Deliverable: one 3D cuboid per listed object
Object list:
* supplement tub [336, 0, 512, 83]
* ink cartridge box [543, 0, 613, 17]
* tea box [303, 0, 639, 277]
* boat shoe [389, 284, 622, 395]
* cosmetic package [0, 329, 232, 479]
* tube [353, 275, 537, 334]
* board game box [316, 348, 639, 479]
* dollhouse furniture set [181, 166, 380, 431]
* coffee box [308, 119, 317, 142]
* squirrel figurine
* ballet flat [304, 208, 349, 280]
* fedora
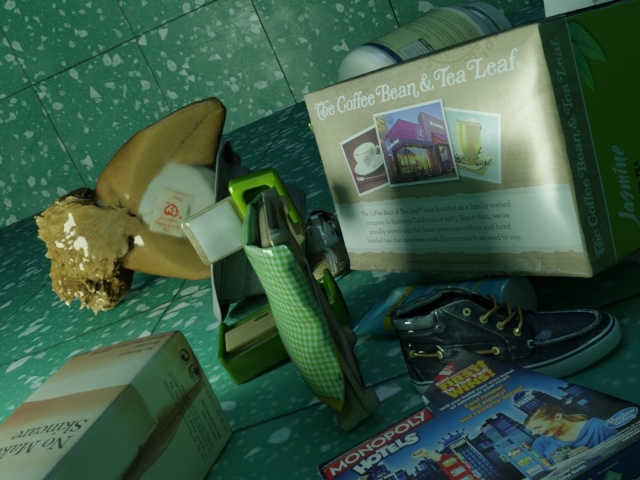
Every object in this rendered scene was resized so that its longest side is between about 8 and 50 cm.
[{"bbox_3d":[0.223,-0.334,1.560,0.325,0.235,0.235,-31,18,-22],"label":"supplement tub"},{"bbox_3d":[0.454,-0.366,1.201,0.114,0.196,0.273,-12,-13,38],"label":"ink cartridge box"},{"bbox_3d":[0.219,-0.115,0.818,0.324,0.219,0.329,-21,11,-33],"label":"tea box"},{"bbox_3d":[0.151,0.074,0.645,0.183,0.083,0.065,-18,17,19],"label":"boat shoe"},{"bbox_3d":[-0.213,0.213,0.642,0.153,0.129,0.296,-16,19,23],"label":"cosmetic package"},{"bbox_3d":[0.121,0.068,0.781,0.080,0.052,0.207,-39,17,-35],"label":"tube"},{"bbox_3d":[0.105,0.149,0.517,0.194,0.060,0.194,-27,15,-8],"label":"board game box"},{"bbox_3d":[-0.067,0.064,0.771,0.151,0.197,0.301,-27,18,3],"label":"dollhouse furniture set"},{"bbox_3d":[0.067,-0.130,1.226,0.113,0.184,0.040,-21,16,12],"label":"coffee box"},{"bbox_3d":[-0.314,-0.045,1.374,0.397,0.281,0.370,-25,10,-13],"label":"squirrel figurine"},{"bbox_3d":[0.000,0.000,1.121,0.073,0.067,0.206,-23,17,1],"label":"ballet flat"},{"bbox_3d":[-0.084,-0.008,1.049,0.124,0.243,0.275,3,-18,-7],"label":"fedora"}]
